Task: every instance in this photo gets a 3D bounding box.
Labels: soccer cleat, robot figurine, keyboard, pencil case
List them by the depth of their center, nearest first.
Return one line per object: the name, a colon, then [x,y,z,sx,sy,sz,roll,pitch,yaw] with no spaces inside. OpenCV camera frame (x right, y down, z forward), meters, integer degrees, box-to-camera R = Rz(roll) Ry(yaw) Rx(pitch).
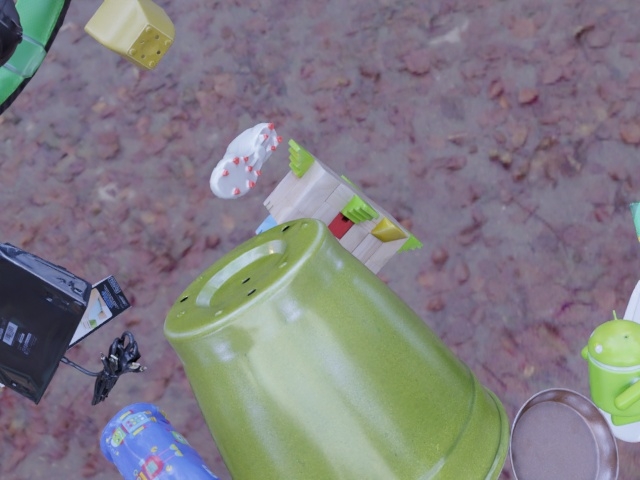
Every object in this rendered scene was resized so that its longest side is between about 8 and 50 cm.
robot figurine: [0.305,0.130,0.873,0.067,0.115,0.101,-12,27,3]
keyboard: [-0.295,0.111,0.943,0.201,0.317,0.033,32,54,-8]
pencil case: [-0.228,0.379,1.371,0.306,0.133,0.119,32,85,44]
soccer cleat: [-0.129,-0.123,1.394,0.076,0.068,0.196,-13,29,35]

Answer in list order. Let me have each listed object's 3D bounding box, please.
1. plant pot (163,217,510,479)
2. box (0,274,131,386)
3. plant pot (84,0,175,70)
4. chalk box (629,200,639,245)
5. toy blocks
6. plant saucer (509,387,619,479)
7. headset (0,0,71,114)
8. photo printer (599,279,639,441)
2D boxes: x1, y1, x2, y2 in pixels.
plant pot: [-0.004,0.174,1.102,0.366,0.353,0.366,-30,18,11]
box: [-0.560,0.189,1.855,0.169,0.290,0.087,-26,96,27]
plant pot: [-0.232,-0.264,1.102,0.081,0.081,0.083,-51,51,9]
chalk box: [0.717,0.061,1.624,0.180,0.179,0.289,-20,56,25]
toy blocks: [0.000,0.000,1.836,0.261,0.381,0.191,-49,39,9]
plant saucer: [0.312,0.279,1.132,0.168,0.029,0.168,7,72,-21]
headset: [-0.253,-0.208,0.680,0.185,0.394,0.243,27,77,0]
photo printer: [0.579,0.182,1.387,0.107,0.307,0.256,22,104,43]
